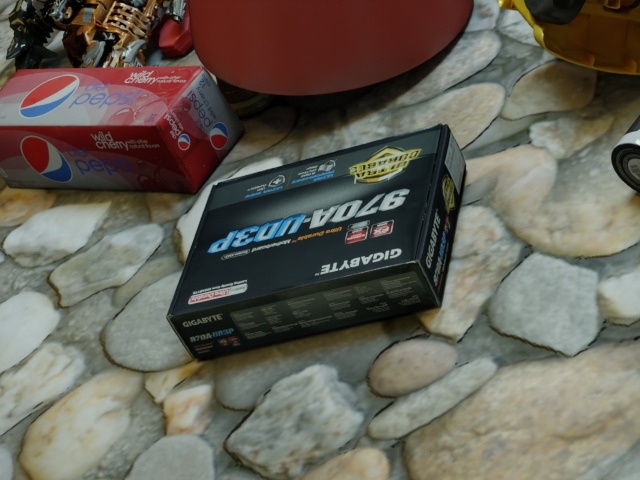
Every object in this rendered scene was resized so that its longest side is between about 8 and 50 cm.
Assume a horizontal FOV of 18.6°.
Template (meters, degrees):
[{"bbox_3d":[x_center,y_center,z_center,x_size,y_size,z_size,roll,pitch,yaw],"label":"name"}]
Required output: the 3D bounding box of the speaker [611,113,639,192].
[{"bbox_3d":[0.276,-0.096,1.475,0.055,0.055,0.136,9,49,45],"label":"speaker"}]

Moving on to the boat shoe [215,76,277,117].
[{"bbox_3d":[-0.078,-0.187,1.870,0.064,0.060,0.178,-24,33,9],"label":"boat shoe"}]

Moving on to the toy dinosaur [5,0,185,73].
[{"bbox_3d":[-0.235,-0.260,2.021,0.218,0.164,0.322,-11,32,15],"label":"toy dinosaur"}]

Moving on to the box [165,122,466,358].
[{"bbox_3d":[0.000,0.000,1.560,0.220,0.051,0.175,-13,36,23],"label":"box"}]

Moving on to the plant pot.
[{"bbox_3d":[-0.010,-0.303,1.753,0.275,0.243,0.275,-8,36,6],"label":"plant pot"}]

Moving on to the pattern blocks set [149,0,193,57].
[{"bbox_3d":[-0.114,-0.342,2.087,0.285,0.026,0.325,-42,33,4],"label":"pattern blocks set"}]

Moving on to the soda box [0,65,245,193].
[{"bbox_3d":[-0.205,-0.105,1.837,0.263,0.083,0.092,2,44,41],"label":"soda box"}]

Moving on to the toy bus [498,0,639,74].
[{"bbox_3d":[0.230,-0.266,1.593,0.149,0.220,0.211,7,18,-19],"label":"toy bus"}]
